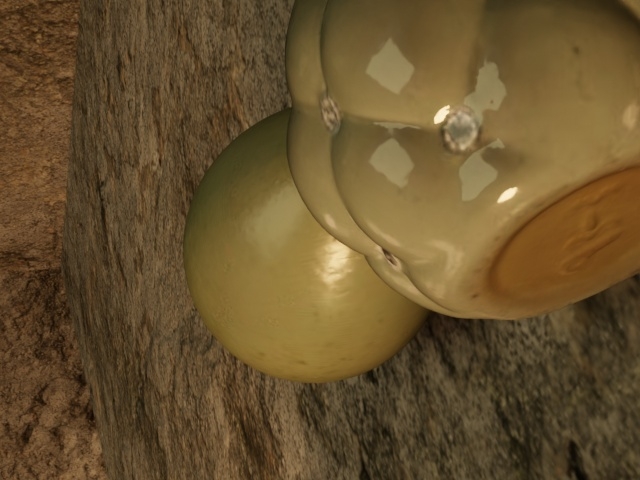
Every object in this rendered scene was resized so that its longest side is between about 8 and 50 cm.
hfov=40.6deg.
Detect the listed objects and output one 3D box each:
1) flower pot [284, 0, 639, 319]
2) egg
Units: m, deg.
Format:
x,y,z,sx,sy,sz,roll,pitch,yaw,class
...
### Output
x,y,z,sx,sy,sz,roll,pitch,yaw,class
0.100,-0.075,0.465,0.246,0.246,0.195,115,142,-48,flower pot
0.000,0.000,0.699,0.295,0.219,0.218,120,138,-68,egg
